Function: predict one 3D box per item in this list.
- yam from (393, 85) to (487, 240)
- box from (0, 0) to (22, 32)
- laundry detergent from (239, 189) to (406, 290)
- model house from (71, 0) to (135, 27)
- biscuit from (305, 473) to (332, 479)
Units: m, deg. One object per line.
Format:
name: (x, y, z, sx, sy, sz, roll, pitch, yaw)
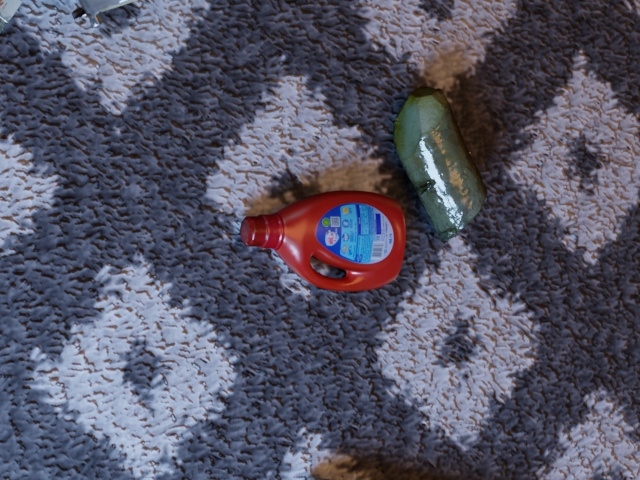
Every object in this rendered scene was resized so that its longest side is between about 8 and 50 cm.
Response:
yam: (0.115, -0.076, 1.925, 0.070, 0.070, 0.146, -34, 107, -26)
box: (-0.306, -0.192, 1.708, 0.054, 0.024, 0.083, 39, 71, -22)
laundry detergent: (0.000, 0.000, 1.870, 0.165, 0.049, 0.097, 1, 92, -28)
model house: (-0.090, -0.314, 1.722, 0.326, 0.244, 0.169, -19, 97, 4)
biscuit: (0.082, 0.299, 1.900, 0.239, 0.062, 0.108, 16, 81, -29)
